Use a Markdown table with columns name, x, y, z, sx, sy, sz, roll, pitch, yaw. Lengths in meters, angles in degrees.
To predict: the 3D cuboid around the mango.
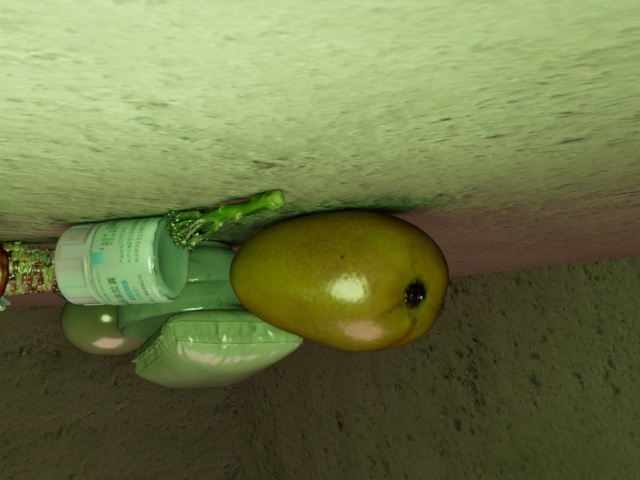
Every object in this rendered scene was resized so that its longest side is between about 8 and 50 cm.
| name | x | y | z | sx | sy | sz | roll | pitch | yaw |
| --- | --- | --- | --- | --- | --- | --- | --- | --- | --- |
| mango | 0.016 | 0.060 | 1.322 | 0.378 | 0.221 | 0.264 | 3 | -179 | 33 |

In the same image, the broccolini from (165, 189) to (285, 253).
| name | x | y | z | sx | sy | sz | roll | pitch | yaw |
| --- | --- | --- | --- | --- | --- | --- | --- | --- | --- |
| broccolini | -0.136 | -0.027 | 1.143 | 0.216 | 0.067 | 0.058 | -10 | -150 | 43 |

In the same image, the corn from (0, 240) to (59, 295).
| name | x | y | z | sx | sy | sz | roll | pitch | yaw |
| --- | --- | --- | --- | --- | --- | --- | --- | --- | --- |
| corn | -0.492 | 0.045 | 1.434 | 0.290 | 0.098 | 0.098 | -5 | 175 | -21 |

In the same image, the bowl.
| name | x | y | z | sx | sy | sz | roll | pitch | yaw |
| --- | --- | --- | --- | --- | --- | --- | --- | --- | --- |
| bowl | -0.248 | 0.101 | 1.626 | 0.307 | 0.163 | 0.307 | -7 | 163 | -2 |

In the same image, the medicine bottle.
| name | x | y | z | sx | sy | sz | roll | pitch | yaw |
| --- | --- | --- | --- | --- | --- | --- | --- | --- | --- |
| medicine bottle | -0.299 | 0.032 | 1.251 | 0.169 | 0.135 | 0.135 | -2 | 174 | 15 |

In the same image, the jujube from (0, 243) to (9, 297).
| name | x | y | z | sx | sy | sz | roll | pitch | yaw |
| --- | --- | --- | --- | --- | --- | --- | --- | --- | --- |
| jujube | -0.517 | 0.047 | 1.087 | 0.250 | 0.174 | 0.174 | -12 | 170 | 42 |

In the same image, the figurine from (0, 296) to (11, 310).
| name | x | y | z | sx | sy | sz | roll | pitch | yaw |
| --- | --- | --- | --- | --- | --- | --- | --- | --- | --- |
| figurine | -0.734 | 0.104 | 1.712 | 0.209 | 0.128 | 0.184 | -15 | 167 | 21 |

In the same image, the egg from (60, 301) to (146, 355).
| name | x | y | z | sx | sy | sz | roll | pitch | yaw |
| --- | --- | --- | --- | --- | --- | --- | --- | --- | --- |
| egg | -0.566 | 0.204 | 2.239 | 0.269 | 0.219 | 0.219 | 0 | 173 | -31 |

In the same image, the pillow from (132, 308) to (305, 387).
| name | x | y | z | sx | sy | sz | roll | pitch | yaw |
| --- | --- | --- | --- | --- | --- | --- | --- | --- | --- |
| pillow | -0.193 | 0.199 | 1.496 | 0.256 | 0.119 | 0.322 | 2 | 160 | -24 |

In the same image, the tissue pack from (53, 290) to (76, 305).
| name | x | y | z | sx | sy | sz | roll | pitch | yaw |
| --- | --- | --- | --- | --- | --- | --- | --- | --- | --- |
| tissue pack | -0.603 | 0.111 | 2.071 | 0.111 | 0.079 | 0.085 | -10 | 139 | 44 |
